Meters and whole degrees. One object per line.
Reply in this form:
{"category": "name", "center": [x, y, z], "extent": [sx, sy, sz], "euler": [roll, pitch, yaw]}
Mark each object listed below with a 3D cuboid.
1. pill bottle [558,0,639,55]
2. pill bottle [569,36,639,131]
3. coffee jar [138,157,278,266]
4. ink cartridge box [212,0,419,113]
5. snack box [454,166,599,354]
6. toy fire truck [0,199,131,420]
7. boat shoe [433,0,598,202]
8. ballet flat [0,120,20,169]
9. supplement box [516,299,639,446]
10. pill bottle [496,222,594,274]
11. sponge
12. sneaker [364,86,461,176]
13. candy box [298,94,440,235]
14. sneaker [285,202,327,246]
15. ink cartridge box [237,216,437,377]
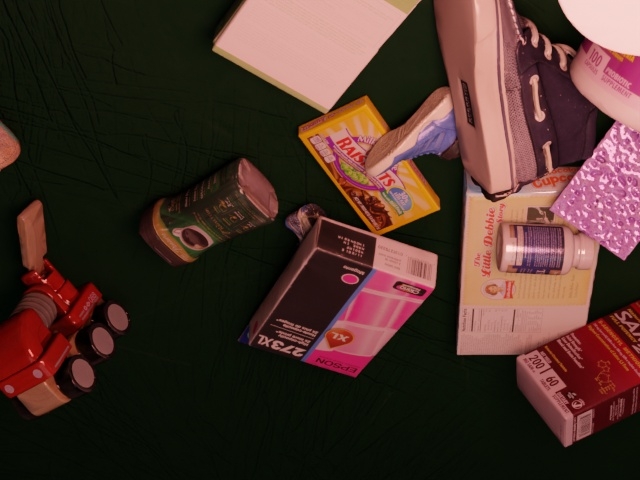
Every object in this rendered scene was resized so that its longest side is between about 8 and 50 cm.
{"category": "pill bottle", "center": [0.280, -0.352, 1.081], "extent": [0.229, 0.408, 0.229], "euler": [2, 133, 2]}
{"category": "pill bottle", "center": [0.412, -0.272, 1.296], "extent": [0.169, 0.169, 0.301], "euler": [19, 120, -12]}
{"category": "coffee jar", "center": [-0.156, -0.035, 1.638], "extent": [0.184, 0.079, 0.096], "euler": [-25, 129, 24]}
{"category": "ink cartridge box", "center": [0.002, -0.278, 1.416], "extent": [0.171, 0.056, 0.235], "euler": [28, 126, -20]}
{"category": "snack box", "center": [0.288, 0.036, 1.680], "extent": [0.187, 0.060, 0.322], "euler": [0, 133, 3]}
{"category": "toy fire truck", "center": [-0.398, 0.092, 1.701], "extent": [0.158, 0.217, 0.246], "euler": [-28, 110, 27]}
{"category": "boat shoe", "center": [0.238, -0.221, 1.426], "extent": [0.158, 0.127, 0.340], "euler": [-20, 125, -11]}
{"category": "ballet flat", "center": [-0.526, -0.066, 1.630], "extent": [0.316, 0.107, 0.106], "euler": [-30, 138, 29]}
{"category": "supplement box", "center": [0.413, 0.180, 1.693], "extent": [0.239, 0.130, 0.073], "euler": [-23, 136, -13]}
{"category": "pill bottle", "center": [0.294, 0.012, 1.569], "extent": [0.120, 0.067, 0.067], "euler": [3, 133, 0]}
{"category": "sponge", "center": [0.397, -0.089, 1.503], "extent": [0.117, 0.031, 0.210], "euler": [37, 110, 7]}
{"category": "sneaker", "center": [0.134, -0.119, 1.534], "extent": [0.152, 0.058, 0.084], "euler": [-44, 118, 9]}
{"category": "candy box", "center": [0.067, -0.096, 1.599], "extent": [0.105, 0.027, 0.206], "euler": [-25, 127, 20]}
{"category": "sneaker", "center": [0.000, 0.000, 1.685], "extent": [0.058, 0.052, 0.135], "euler": [-14, 130, 35]}
{"category": "ink cartridge box", "center": [0.012, 0.107, 1.724], "extent": [0.175, 0.069, 0.371], "euler": [18, 145, -13]}
